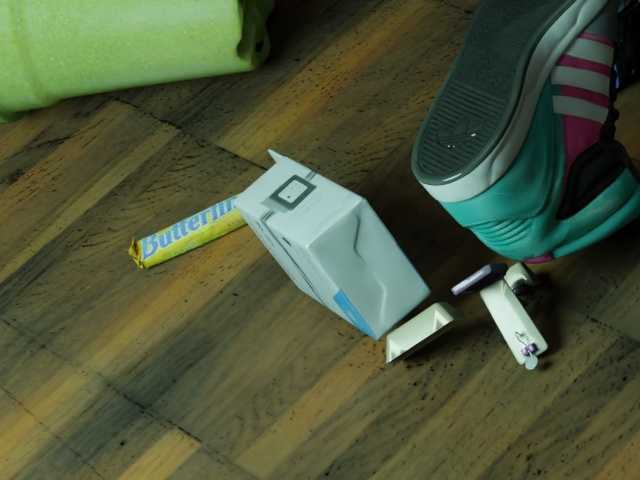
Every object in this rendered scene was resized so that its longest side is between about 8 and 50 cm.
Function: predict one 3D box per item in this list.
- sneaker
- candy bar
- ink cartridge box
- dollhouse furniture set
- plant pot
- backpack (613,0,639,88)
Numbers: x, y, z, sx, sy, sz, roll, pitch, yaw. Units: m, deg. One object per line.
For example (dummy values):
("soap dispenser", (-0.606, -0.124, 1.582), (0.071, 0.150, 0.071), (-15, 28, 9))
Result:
("sneaker", (0.194, -0.095, 1.516), (0.124, 0.178, 0.295), (-2, 47, 45))
("candy bar", (-0.091, -0.017, 1.702), (0.161, 0.018, 0.040), (-24, 39, -2))
("ink cartridge box", (0.000, 0.000, 1.550), (0.060, 0.104, 0.180), (-42, 28, -9))
("dollhouse furniture set", (0.118, 0.080, 1.497), (0.114, 0.091, 0.081), (-35, 78, 21))
("plant pot", (-0.179, -0.246, 1.841), (0.254, 0.276, 0.276), (1, 44, 11))
("backpack", (0.227, -0.236, 1.669), (0.117, 0.173, 0.158), (-31, 39, -8))
